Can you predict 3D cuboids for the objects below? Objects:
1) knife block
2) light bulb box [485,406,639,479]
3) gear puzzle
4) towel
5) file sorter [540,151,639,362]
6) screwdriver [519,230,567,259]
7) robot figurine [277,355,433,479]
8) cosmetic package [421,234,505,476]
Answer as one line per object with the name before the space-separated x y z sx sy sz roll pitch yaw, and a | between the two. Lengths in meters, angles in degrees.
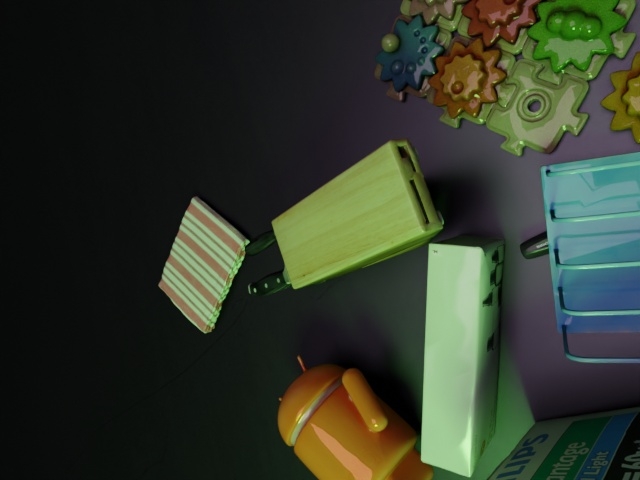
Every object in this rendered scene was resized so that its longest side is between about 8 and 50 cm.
knife block | 0.000 0.000 0.553 0.241 0.275 0.088 -21 83 5
light bulb box | 0.341 0.309 0.322 0.361 0.225 0.358 -31 77 43
gear puzzle | 0.205 -0.185 0.498 0.338 0.044 0.176 34 114 27
towel | -0.200 0.041 0.825 0.144 0.029 0.197 37 113 26
file sorter | 0.266 0.011 0.425 0.118 0.104 0.171 -6 95 25
screwdriver | 0.282 -0.017 0.479 0.169 0.024 0.025 -23 53 33
robot figurine | 0.034 0.246 0.620 0.219 0.158 0.128 37 75 26
cosmetic package | 0.159 0.118 0.534 0.060 0.098 0.239 6 99 35
